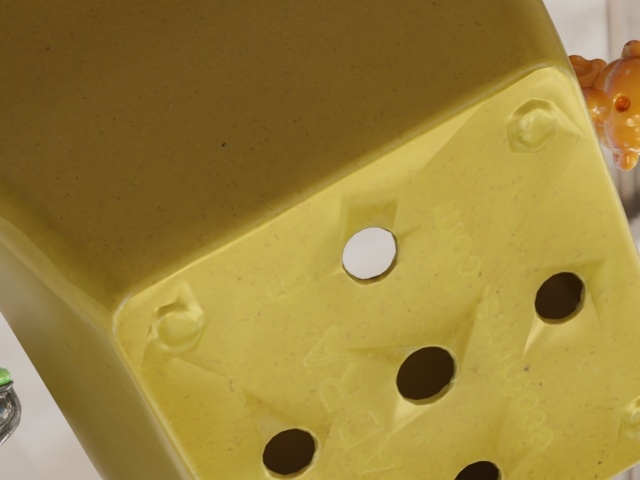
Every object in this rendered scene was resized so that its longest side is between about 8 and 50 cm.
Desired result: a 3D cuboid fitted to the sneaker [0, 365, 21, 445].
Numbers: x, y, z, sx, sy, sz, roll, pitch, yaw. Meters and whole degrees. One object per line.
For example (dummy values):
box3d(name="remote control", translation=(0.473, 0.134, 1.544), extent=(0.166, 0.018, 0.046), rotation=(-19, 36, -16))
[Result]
box3d(name="sneaker", translation=(-0.382, 0.313, 1.418), extent=(0.483, 0.202, 0.185), rotation=(-58, -167, -14))

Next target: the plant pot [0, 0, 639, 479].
box3d(name="plant pot", translation=(0.000, 0.000, 0.569), extent=(0.212, 0.212, 0.187), rotation=(-30, -148, -7))

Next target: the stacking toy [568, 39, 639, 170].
box3d(name="stacking toy", translation=(0.078, -0.083, 0.998), extent=(0.302, 0.175, 0.166), rotation=(6, -179, 43))
